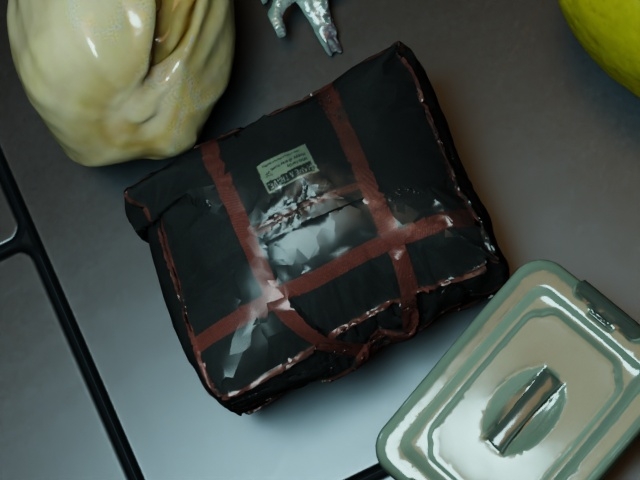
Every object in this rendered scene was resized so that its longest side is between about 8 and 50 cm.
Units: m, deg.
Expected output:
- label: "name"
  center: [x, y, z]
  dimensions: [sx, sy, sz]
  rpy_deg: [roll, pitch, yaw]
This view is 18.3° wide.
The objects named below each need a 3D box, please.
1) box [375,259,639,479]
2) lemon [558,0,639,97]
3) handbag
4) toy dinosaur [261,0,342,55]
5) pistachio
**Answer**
- label: "box"
  center: [0.130, 0.112, 1.235]
  dimensions: [0.124, 0.093, 0.172]
  rpy_deg: [41, 86, 15]
- label: "lemon"
  center: [0.239, -0.164, 1.243]
  dimensions: [0.207, 0.170, 0.170]
  rpy_deg: [34, 85, 22]
- label: "handbag"
  center: [0.000, 0.000, 1.247]
  dimensions: [0.215, 0.155, 0.169]
  rpy_deg: [-27, 77, 2]
- label: "toy dinosaur"
  center: [-0.030, -0.223, 1.359]
  dimensions: [0.082, 0.039, 0.209]
  rpy_deg: [-29, 86, -1]
- label: "pistachio"
  center: [-0.136, -0.160, 1.318]
  dimensions: [0.157, 0.157, 0.229]
  rpy_deg: [-11, 64, 7]
